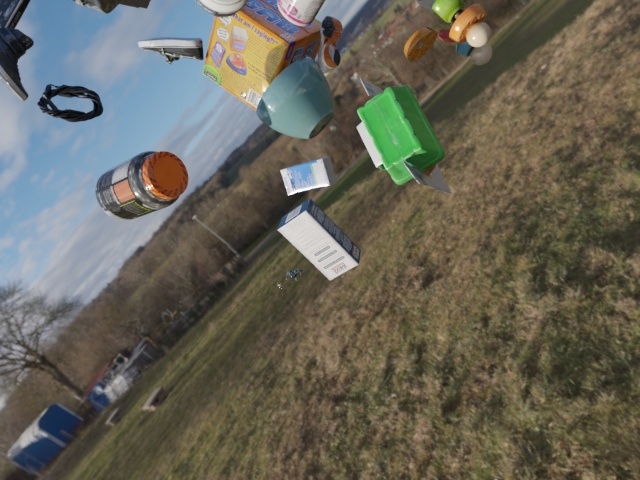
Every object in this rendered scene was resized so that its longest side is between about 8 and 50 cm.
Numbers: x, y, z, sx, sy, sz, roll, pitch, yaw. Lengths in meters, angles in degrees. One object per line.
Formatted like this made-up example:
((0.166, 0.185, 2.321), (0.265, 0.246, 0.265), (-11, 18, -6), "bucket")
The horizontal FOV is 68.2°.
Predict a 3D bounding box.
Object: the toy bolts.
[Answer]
((0.370, -0.534, 1.290), (0.218, 0.159, 0.228), (-46, -16, 32), "toy bolts")

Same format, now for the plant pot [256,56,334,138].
((-0.063, -0.488, 1.730), (0.290, 0.195, 0.290), (-44, -4, -4), "plant pot")

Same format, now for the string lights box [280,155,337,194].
((-0.060, -0.313, 2.302), (0.259, 0.134, 0.076), (-8, 15, 35), "string lights box")

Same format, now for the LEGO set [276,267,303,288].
((-0.083, 0.095, 1.272), (0.054, 0.024, 0.083), (8, 41, 47), "LEGO set")

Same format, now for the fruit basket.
((0.244, -0.276, 1.333), (0.165, 0.327, 0.353), (-29, -12, 21), "fruit basket")

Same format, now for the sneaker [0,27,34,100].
((-1.037, -0.613, 1.626), (0.163, 0.226, 0.086), (-41, 27, -26), "sneaker")

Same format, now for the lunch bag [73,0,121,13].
((-0.848, -0.995, 1.665), (0.305, 0.255, 0.213), (109, -176, -62), "lunch bag")

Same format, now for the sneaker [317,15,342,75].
((0.026, -0.827, 2.016), (0.121, 0.099, 0.263), (148, 130, -64), "sneaker")

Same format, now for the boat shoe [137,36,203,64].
((-0.653, -0.832, 2.074), (0.113, 0.306, 0.105), (-72, -17, -58), "boat shoe")

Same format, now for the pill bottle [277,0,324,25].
((-0.037, -0.969, 1.776), (0.283, 0.160, 0.160), (-42, 15, 51), "pill bottle")

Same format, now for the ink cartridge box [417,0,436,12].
((0.480, -1.015, 1.688), (0.384, 0.091, 0.308), (-25, -16, 37), "ink cartridge box")

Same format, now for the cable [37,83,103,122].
((-0.789, -0.435, 1.500), (0.047, 0.184, 0.151), (118, 162, -47), "cable")

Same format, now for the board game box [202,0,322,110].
((-0.248, -0.850, 2.112), (0.356, 0.356, 0.356), (-49, -8, -46), "board game box")

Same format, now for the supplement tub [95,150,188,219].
((-0.644, -0.199, 1.713), (0.337, 0.207, 0.207), (-11, 37, 38), "supplement tub")

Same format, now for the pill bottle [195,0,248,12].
((-0.321, -0.845, 1.534), (0.204, 0.204, 0.361), (-48, 24, 6), "pill bottle")

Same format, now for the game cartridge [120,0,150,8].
((-0.848, -1.141, 2.055), (0.230, 0.068, 0.355), (-46, -3, 26), "game cartridge")

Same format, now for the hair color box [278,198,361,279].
((0.000, 0.000, 2.060), (0.173, 0.347, 0.105), (-32, 25, 30), "hair color box")

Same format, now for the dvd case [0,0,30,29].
((-1.172, -0.803, 1.731), (0.239, 0.179, 0.029), (-69, -26, -12), "dvd case")
